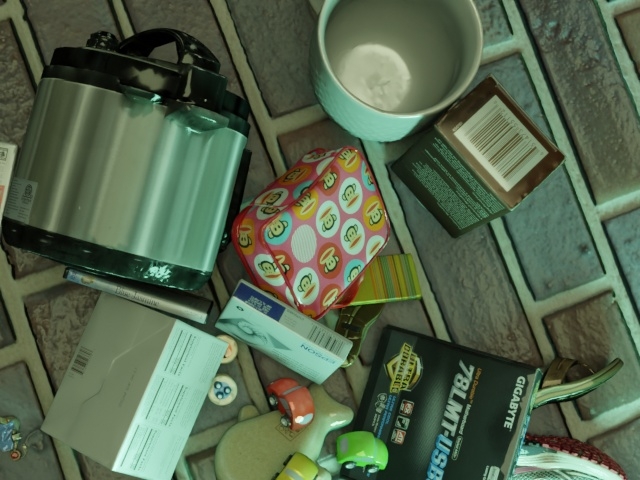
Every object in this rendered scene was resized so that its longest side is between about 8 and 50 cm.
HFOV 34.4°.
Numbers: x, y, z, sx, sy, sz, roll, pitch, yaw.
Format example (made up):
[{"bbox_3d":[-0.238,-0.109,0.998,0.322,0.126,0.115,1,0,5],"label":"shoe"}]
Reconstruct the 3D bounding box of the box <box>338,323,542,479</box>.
[{"bbox_3d":[0.214,0.329,1.844,0.293,0.073,0.295,15,82,23],"label":"box"}]

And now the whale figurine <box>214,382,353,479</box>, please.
[{"bbox_3d":[-0.064,0.378,1.848,0.216,0.141,0.272,35,56,24],"label":"whale figurine"}]

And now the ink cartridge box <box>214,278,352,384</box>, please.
[{"bbox_3d":[-0.075,0.173,1.808,0.223,0.224,0.045,30,64,-2],"label":"ink cartridge box"}]

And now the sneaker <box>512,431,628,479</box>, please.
[{"bbox_3d":[0.414,0.419,1.900,0.299,0.121,0.112,11,97,2],"label":"sneaker"}]

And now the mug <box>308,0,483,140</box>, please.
[{"bbox_3d":[0.086,-0.353,1.829,0.276,0.328,0.374,-34,88,-9],"label":"mug"}]

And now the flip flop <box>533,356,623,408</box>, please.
[{"bbox_3d":[0.434,0.263,1.925,0.277,0.112,0.080,-17,72,-2],"label":"flip flop"}]

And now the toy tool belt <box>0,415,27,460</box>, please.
[{"bbox_3d":[-0.552,0.351,1.824,0.052,0.051,0.083,-16,86,-8],"label":"toy tool belt"}]

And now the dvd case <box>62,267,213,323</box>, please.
[{"bbox_3d":[-0.313,0.087,1.814,0.253,0.180,0.022,18,93,-4],"label":"dvd case"}]

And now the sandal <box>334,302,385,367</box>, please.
[{"bbox_3d":[0.064,0.159,1.910,0.072,0.049,0.180,21,64,9],"label":"sandal"}]

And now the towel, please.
[{"bbox_3d":[0.064,0.078,1.921,0.237,0.021,0.102,-5,54,-6],"label":"towel"}]

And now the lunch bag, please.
[{"bbox_3d":[0.000,0.000,1.823,0.293,0.120,0.258,-44,120,-35],"label":"lunch bag"}]

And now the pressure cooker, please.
[{"bbox_3d":[-0.308,-0.151,1.727,0.370,0.375,0.420,14,88,10],"label":"pressure cooker"}]

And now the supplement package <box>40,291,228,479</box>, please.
[{"bbox_3d":[-0.318,0.249,1.768,0.204,0.145,0.262,16,79,39],"label":"supplement package"}]

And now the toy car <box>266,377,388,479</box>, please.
[{"bbox_3d":[0.020,0.347,1.773,0.225,0.053,0.239,12,52,-18],"label":"toy car"}]

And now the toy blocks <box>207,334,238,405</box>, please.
[{"bbox_3d":[-0.173,0.229,1.830,0.054,0.148,0.123,3,84,-6],"label":"toy blocks"}]

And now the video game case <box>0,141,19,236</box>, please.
[{"bbox_3d":[-0.666,-0.103,1.875,0.201,0.023,0.183,10,83,-6],"label":"video game case"}]

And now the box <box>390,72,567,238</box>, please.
[{"bbox_3d":[0.262,-0.133,1.799,0.143,0.381,0.191,-42,90,-11],"label":"box"}]
